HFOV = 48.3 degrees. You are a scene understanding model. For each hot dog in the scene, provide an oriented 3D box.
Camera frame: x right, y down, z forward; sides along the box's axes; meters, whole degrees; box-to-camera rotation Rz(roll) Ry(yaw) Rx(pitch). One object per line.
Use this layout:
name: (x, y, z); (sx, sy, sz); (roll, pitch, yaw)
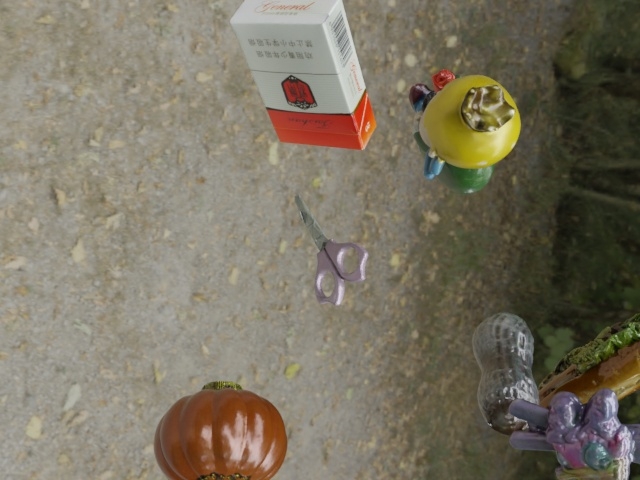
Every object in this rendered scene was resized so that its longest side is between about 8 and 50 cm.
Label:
hot dog: (0.486, 0.208, 1.208); (0.100, 0.337, 0.135); (46, 37, 5)

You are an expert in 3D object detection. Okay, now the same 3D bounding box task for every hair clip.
hair clip: (0.372, 0.241, 0.869); (0.090, 0.279, 0.137); (-50, 136, -64)

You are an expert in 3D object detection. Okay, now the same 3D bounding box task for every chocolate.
chocolate: (0.310, 0.215, 1.200); (0.248, 0.110, 0.110); (-77, 154, -54)

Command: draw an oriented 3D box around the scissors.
scissors: (0.000, 0.000, 1.085); (0.021, 0.212, 0.110); (16, 124, -46)

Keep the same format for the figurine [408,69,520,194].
figurine: (0.175, -0.163, 0.904); (0.234, 0.127, 0.185); (42, 33, -71)

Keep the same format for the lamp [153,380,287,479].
lamp: (-0.165, 0.338, 1.191); (0.223, 0.223, 0.196); (45, 32, -48)

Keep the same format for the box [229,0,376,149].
box: (-0.012, -0.158, 0.688); (0.048, 0.100, 0.152); (-62, 148, -28)
